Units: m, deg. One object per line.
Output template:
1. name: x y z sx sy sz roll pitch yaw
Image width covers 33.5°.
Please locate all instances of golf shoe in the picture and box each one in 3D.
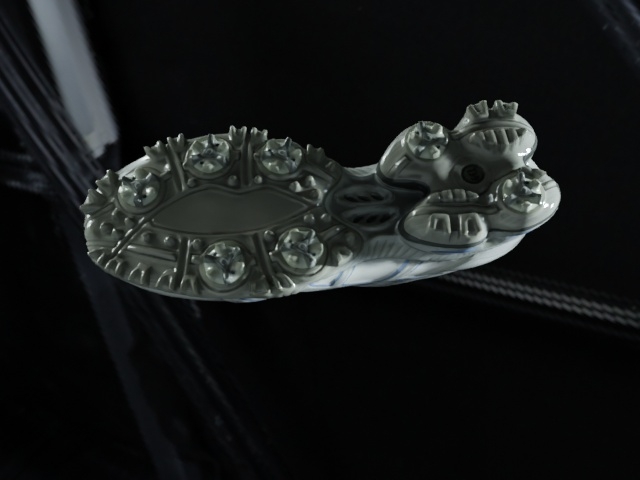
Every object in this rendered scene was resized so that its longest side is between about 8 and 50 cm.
1. golf shoe: 0.000 0.000 0.411 0.176 0.069 0.086 -5 -25 -5
